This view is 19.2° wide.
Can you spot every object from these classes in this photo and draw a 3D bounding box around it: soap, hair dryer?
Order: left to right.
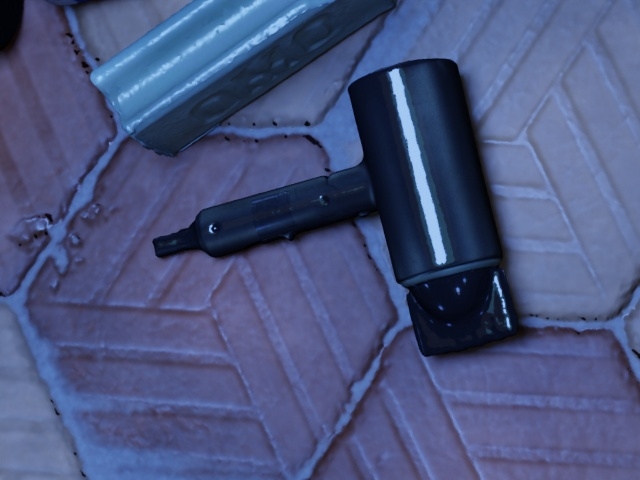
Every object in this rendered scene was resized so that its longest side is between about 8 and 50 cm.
[{"bbox_3d":[-0.051,-0.139,1.305,0.198,0.114,0.063,-35,80,8],"label":"soap"},{"bbox_3d":[0.000,0.000,1.316,0.248,0.078,0.195,-15,83,20],"label":"hair dryer"}]

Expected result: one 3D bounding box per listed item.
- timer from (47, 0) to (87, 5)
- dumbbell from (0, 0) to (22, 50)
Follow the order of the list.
[{"bbox_3d":[-0.146,-0.304,1.357,0.178,0.078,0.253,-11,82,13],"label":"timer"},{"bbox_3d":[-0.320,-0.184,1.371,0.191,0.100,0.100,0,86,12],"label":"dumbbell"}]
